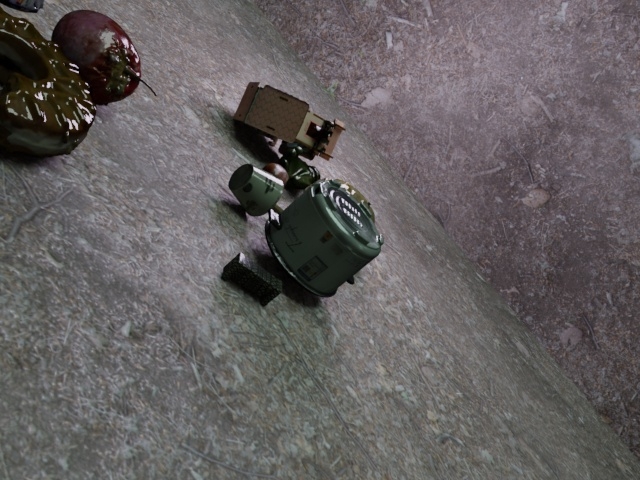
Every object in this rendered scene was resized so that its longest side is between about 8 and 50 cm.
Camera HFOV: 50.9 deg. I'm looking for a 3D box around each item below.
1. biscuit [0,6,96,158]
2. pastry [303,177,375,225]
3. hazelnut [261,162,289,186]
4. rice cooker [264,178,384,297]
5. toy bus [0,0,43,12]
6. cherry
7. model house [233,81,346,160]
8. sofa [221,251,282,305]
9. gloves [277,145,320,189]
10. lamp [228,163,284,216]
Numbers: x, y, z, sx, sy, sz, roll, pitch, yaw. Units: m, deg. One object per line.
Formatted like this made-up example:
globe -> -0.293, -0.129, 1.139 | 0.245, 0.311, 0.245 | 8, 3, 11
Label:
biscuit -> -0.548, -0.297, 1.231 | 0.366, 0.115, 0.268 | 53, 22, 15
pastry -> 0.070, -0.077, 1.947 | 0.256, 0.170, 0.236 | 45, 22, -18
hazelnut -> -0.128, -0.174, 1.869 | 0.086, 0.086, 0.086 | 39, 21, -19
rice cooker -> 0.000, 0.000, 1.576 | 0.280, 0.227, 0.241 | 37, 24, -29
toy bus -> -0.697, -0.559, 1.325 | 0.317, 0.112, 0.138 | 28, 8, 8
cherry -> -0.492, -0.407, 1.461 | 0.249, 0.175, 0.192 | 55, 12, 25
model house -> -0.126, -0.360, 2.030 | 0.326, 0.169, 0.244 | 30, 5, 35
sofa -> -0.141, 0.082, 1.389 | 0.118, 0.060, 0.039 | 38, 28, -24
gloves -> -0.073, -0.208, 2.008 | 0.135, 0.107, 0.268 | 60, 6, 15
lamp -> -0.129, -0.099, 1.677 | 0.215, 0.121, 0.121 | 42, 19, -38
